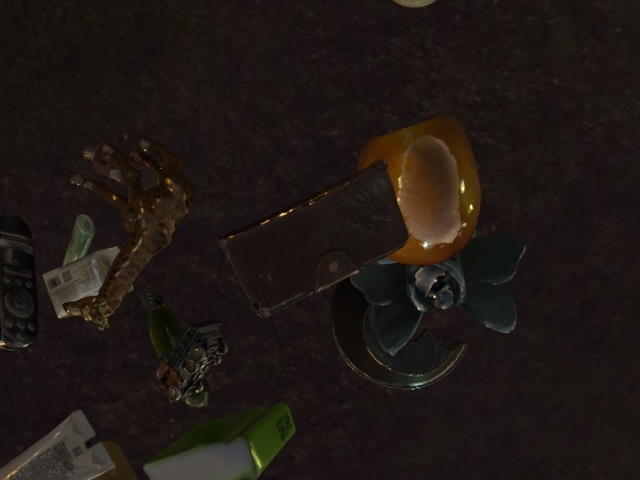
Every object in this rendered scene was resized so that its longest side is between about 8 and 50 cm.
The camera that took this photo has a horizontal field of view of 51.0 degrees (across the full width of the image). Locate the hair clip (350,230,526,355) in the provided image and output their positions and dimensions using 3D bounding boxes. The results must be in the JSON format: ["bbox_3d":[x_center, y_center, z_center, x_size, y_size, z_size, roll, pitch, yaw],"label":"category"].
[{"bbox_3d":[0.218,0.027,1.336,0.392,0.318,0.238,-11,124,12],"label":"hair clip"}]

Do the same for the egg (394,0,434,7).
[{"bbox_3d":[0.102,-0.316,0.696,0.114,0.114,0.152,16,74,-34],"label":"egg"}]

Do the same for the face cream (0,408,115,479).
[{"bbox_3d":[-0.396,0.322,0.859,0.244,0.092,0.058,-31,173,-28],"label":"face cream"}]

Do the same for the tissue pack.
[{"bbox_3d":[-0.496,0.090,1.443,0.149,0.099,0.106,-21,89,18],"label":"tissue pack"}]

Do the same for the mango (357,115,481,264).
[{"bbox_3d":[0.140,-0.073,0.928,0.201,0.199,0.350,-42,169,0],"label":"mango"}]

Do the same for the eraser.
[{"bbox_3d":[-0.179,0.394,1.274,0.210,0.274,0.092,-18,86,9],"label":"eraser"}]

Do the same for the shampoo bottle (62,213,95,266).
[{"bbox_3d":[-0.558,0.029,1.532,0.041,0.069,0.190,-3,139,-40],"label":"shampoo bottle"}]

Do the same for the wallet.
[{"bbox_3d":[0.000,0.000,0.646,0.176,0.026,0.095,-26,109,-13],"label":"wallet"}]

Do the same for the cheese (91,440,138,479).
[{"bbox_3d":[-0.372,0.532,1.176,0.104,0.384,0.384,-24,127,2],"label":"cheese"}]

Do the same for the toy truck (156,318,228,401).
[{"bbox_3d":[-0.274,0.250,1.424,0.083,0.092,0.192,-9,138,-56],"label":"toy truck"}]

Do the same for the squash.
[{"bbox_3d":[-0.364,0.266,1.663,0.087,0.331,0.087,-24,157,-11],"label":"squash"}]

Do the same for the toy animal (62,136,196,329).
[{"bbox_3d":[-0.214,-0.021,0.769,0.149,0.275,0.054,-5,142,-13],"label":"toy animal"}]

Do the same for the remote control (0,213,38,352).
[{"bbox_3d":[-0.559,0.076,1.205,0.066,0.265,0.090,-24,151,18],"label":"remote control"}]

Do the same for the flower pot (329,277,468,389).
[{"bbox_3d":[0.196,0.202,1.639,0.379,0.251,0.379,0,92,3],"label":"flower pot"}]

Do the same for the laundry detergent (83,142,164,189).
[{"bbox_3d":[-0.484,-0.185,1.632,0.237,0.171,0.076,16,108,10],"label":"laundry detergent"}]
